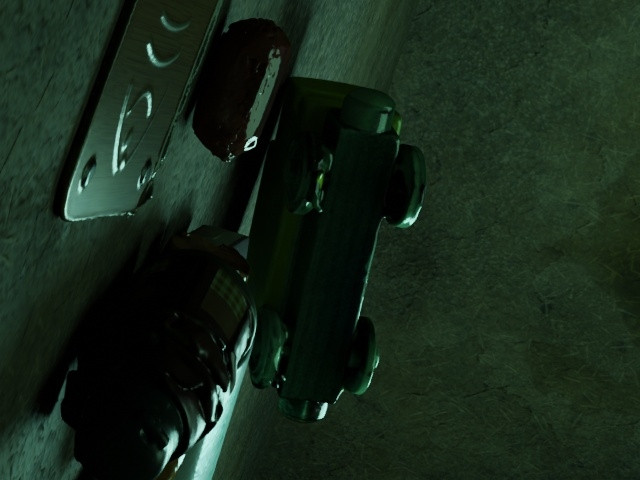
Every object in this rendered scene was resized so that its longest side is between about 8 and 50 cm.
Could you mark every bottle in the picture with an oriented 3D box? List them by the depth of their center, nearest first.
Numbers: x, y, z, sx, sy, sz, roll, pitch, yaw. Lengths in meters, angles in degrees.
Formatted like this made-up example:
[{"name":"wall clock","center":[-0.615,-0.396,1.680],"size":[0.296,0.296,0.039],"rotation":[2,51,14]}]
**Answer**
[{"name":"bottle","center":[-0.154,0.119,1.601],"size":[0.156,0.143,0.271],"rotation":[-28,-162,24]}]

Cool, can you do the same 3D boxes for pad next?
[{"name":"pad","center":[-0.128,-0.150,1.405],"size":[0.286,0.018,0.284],"rotation":[-18,130,-82]}]

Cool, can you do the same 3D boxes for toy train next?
[{"name":"toy train","center":[0.000,0.000,2.257],"size":[0.272,0.179,0.442],"rotation":[-121,-138,-65]}]

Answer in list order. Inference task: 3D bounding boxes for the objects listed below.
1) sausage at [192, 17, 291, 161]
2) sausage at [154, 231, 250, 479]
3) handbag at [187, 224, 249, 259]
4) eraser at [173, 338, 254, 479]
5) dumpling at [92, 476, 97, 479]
[{"name":"sausage","center":[-0.077,-0.144,1.681],"size":[0.076,0.076,0.141],"rotation":[-39,148,-81]},{"name":"sausage","center":[-0.157,0.125,1.801],"size":[0.109,0.109,0.270],"rotation":[-42,152,-80]},{"name":"handbag","center":[-0.137,0.074,1.912],"size":[0.117,0.095,0.173],"rotation":[-30,133,-74]},{"name":"eraser","center":[-0.168,0.235,2.170],"size":[0.189,0.104,0.290],"rotation":[-61,170,-63]},{"name":"dumpling","center":[-0.206,0.327,1.955],"size":[0.172,0.142,0.247],"rotation":[-108,176,-55]}]
